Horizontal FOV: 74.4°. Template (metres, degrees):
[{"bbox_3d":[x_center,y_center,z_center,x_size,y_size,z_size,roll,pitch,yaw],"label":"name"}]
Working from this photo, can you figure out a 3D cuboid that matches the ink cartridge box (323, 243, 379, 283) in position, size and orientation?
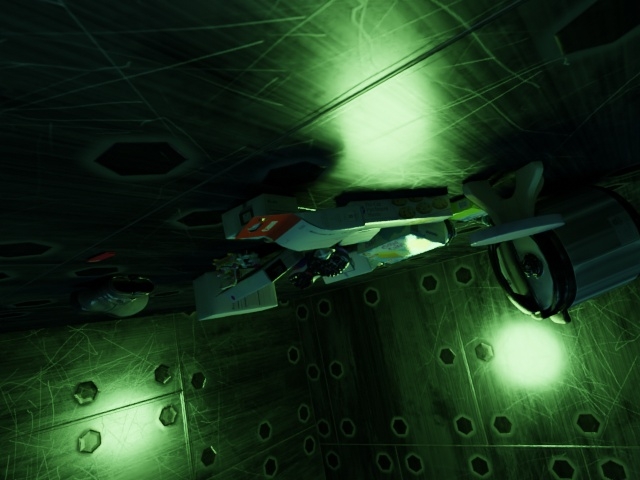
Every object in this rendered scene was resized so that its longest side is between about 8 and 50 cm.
[{"bbox_3d":[0.116,0.069,1.578,0.212,0.093,0.154,-17,-167,34],"label":"ink cartridge box"}]

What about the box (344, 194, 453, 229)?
[{"bbox_3d":[0.214,-0.076,1.146,0.323,0.067,0.063,-5,167,-25],"label":"box"}]

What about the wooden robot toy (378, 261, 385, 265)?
[{"bbox_3d":[0.305,0.062,1.997,0.079,0.076,0.173,31,152,-18],"label":"wooden robot toy"}]

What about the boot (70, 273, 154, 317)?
[{"bbox_3d":[-0.682,0.198,1.516,0.222,0.118,0.338,-20,171,15],"label":"boot"}]

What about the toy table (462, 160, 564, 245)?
[{"bbox_3d":[0.507,-0.090,1.128,0.274,0.161,0.252,-6,167,-30],"label":"toy table"}]

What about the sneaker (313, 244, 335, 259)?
[{"bbox_3d":[0.000,0.000,1.205,0.078,0.106,0.234,-15,168,14],"label":"sneaker"}]

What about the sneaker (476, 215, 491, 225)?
[{"bbox_3d":[0.654,-0.090,1.578,0.166,0.065,0.076,-4,-177,-20],"label":"sneaker"}]

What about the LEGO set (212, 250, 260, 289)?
[{"bbox_3d":[-0.309,0.123,1.469,0.132,0.107,0.287,0,162,-25],"label":"LEGO set"}]

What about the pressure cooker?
[{"bbox_3d":[0.772,0.037,1.403,0.419,0.370,0.376,-21,131,-6],"label":"pressure cooker"}]

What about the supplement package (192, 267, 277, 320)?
[{"bbox_3d":[-0.358,0.220,1.765,0.292,0.176,0.177,-3,167,-34],"label":"supplement package"}]

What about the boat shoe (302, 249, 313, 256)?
[{"bbox_3d":[-0.020,0.075,1.618,0.065,0.083,0.183,-13,169,10],"label":"boat shoe"}]

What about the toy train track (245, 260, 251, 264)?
[{"bbox_3d":[-0.270,0.082,1.582,0.083,0.014,0.048,-8,169,-10],"label":"toy train track"}]

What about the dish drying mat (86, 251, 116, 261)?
[{"bbox_3d":[-0.572,0.043,1.100,0.083,0.008,0.032,-16,167,25],"label":"dish drying mat"}]

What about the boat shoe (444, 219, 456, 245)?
[{"bbox_3d":[0.424,-0.036,1.472,0.091,0.115,0.302,-11,-179,1],"label":"boat shoe"}]

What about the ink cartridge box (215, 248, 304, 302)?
[{"bbox_3d":[-0.228,0.133,1.527,0.370,0.069,0.175,-27,-171,47],"label":"ink cartridge box"}]

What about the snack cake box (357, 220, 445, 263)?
[{"bbox_3d":[0.254,-0.008,1.373,0.152,0.089,0.264,13,158,-28],"label":"snack cake box"}]

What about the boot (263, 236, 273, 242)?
[{"bbox_3d":[-0.134,-0.013,1.176,0.118,0.042,0.086,-2,168,-39],"label":"boot"}]

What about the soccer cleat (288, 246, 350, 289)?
[{"bbox_3d":[-0.003,0.070,1.436,0.108,0.117,0.318,34,145,-16],"label":"soccer cleat"}]

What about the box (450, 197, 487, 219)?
[{"bbox_3d":[0.469,-0.098,1.350,0.109,0.043,0.178,-20,166,41],"label":"box"}]

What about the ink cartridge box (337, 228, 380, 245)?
[{"bbox_3d":[0.107,-0.037,1.241,0.104,0.062,0.181,-10,169,-8],"label":"ink cartridge box"}]

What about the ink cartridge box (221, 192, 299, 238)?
[{"bbox_3d":[-0.119,-0.055,0.927,0.180,0.060,0.104,-20,167,37],"label":"ink cartridge box"}]

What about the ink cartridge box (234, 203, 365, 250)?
[{"bbox_3d":[-0.048,-0.015,0.905,0.232,0.066,0.189,-13,172,-25],"label":"ink cartridge box"}]
